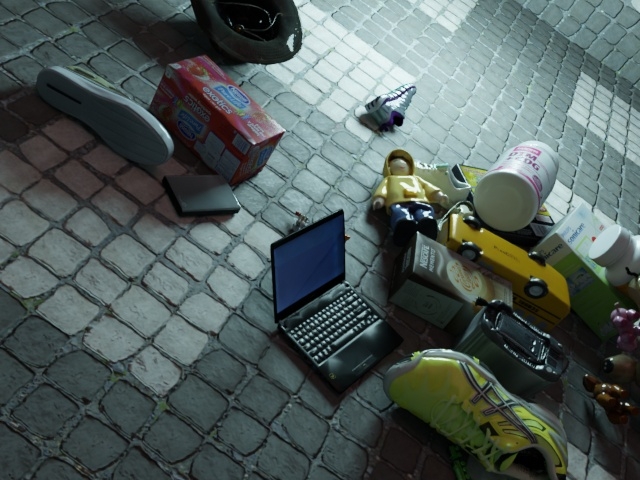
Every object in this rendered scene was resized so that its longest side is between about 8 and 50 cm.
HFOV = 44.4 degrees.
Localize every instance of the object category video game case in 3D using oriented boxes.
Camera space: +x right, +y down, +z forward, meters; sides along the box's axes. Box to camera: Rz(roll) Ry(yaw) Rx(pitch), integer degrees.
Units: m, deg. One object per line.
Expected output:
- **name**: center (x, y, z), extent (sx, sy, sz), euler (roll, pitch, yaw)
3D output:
- **video game case**: center (0.503, -0.088, 2.092), extent (0.275, 0.035, 0.248), euler (8, 45, -30)

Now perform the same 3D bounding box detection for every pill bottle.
- **pill bottle**: center (0.750, 0.075, 1.814), extent (0.246, 0.136, 0.136), euler (36, 37, -6)
- **pill bottle**: center (0.508, -0.149, 2.000), extent (0.160, 0.160, 0.283), euler (41, 38, 6)

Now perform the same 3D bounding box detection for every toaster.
- **toaster**: center (0.357, 0.226, 1.555), extent (0.227, 0.146, 0.129), euler (36, 37, -1)

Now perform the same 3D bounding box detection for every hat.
- **hat**: center (-0.201, -0.545, 1.963), extent (0.332, 0.134, 0.331), euler (13, 59, -23)

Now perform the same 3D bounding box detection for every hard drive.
- **hard drive**: center (-0.234, -0.089, 1.542), extent (0.135, 0.022, 0.094), euler (-5, 53, -40)

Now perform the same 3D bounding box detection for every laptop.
- **laptop**: center (0.038, 0.104, 1.450), extent (0.264, 0.136, 0.234), euler (46, 39, 13)

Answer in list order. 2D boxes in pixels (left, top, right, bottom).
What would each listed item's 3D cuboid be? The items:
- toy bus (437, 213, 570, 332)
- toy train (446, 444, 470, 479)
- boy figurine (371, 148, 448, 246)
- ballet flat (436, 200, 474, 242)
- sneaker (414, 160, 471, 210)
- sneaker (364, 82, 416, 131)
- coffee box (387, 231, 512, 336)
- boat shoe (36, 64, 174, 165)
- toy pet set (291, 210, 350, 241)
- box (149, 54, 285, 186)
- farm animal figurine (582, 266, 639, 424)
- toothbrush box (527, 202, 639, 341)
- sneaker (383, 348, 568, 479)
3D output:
- **toy bus**: center (0.406, 0.074, 1.767), extent (0.333, 0.130, 0.108), euler (27, 39, -11)
- **toy train**: center (0.246, 0.402, 1.391), extent (0.024, 0.017, 0.083), euler (3, 48, -22)
- **boy figurine**: center (0.206, -0.105, 1.813), extent (0.177, 0.092, 0.285), euler (-2, 42, -2)
- **ballet flat**: center (0.312, -0.039, 1.866), extent (0.072, 0.068, 0.213), euler (40, 38, 4)
- **sneaker**: center (0.277, -0.165, 1.953), extent (0.212, 0.094, 0.080), euler (31, 39, -6)
- **sneaker**: center (0.206, -0.358, 2.137), extent (0.224, 0.083, 0.098), euler (-33, 94, -46)
- **coffee box**: center (0.278, 0.109, 1.658), extent (0.247, 0.098, 0.141), euler (27, 39, -11)
- **boat shoe**: center (-0.404, -0.258, 1.526), extent (0.302, 0.109, 0.094), euler (34, 35, 2)
- **toy pet set**: center (0.000, 0.000, 1.615), extent (0.122, 0.065, 0.114), euler (24, 4, -19)
- **box**: center (-0.218, -0.253, 1.641), extent (0.257, 0.128, 0.123), euler (44, 38, 11)
- **farm animal figurine**: center (0.725, 0.267, 1.724), extent (0.327, 0.330, 0.172), euler (29, -7, -8)
- **toothbrush box**: center (0.678, 0.075, 1.952), extent (0.283, 0.122, 0.206), euler (48, 43, 7)
- **sneaker**: center (0.289, 0.319, 1.390), extent (0.385, 0.145, 0.147), euler (26, 25, -11)
